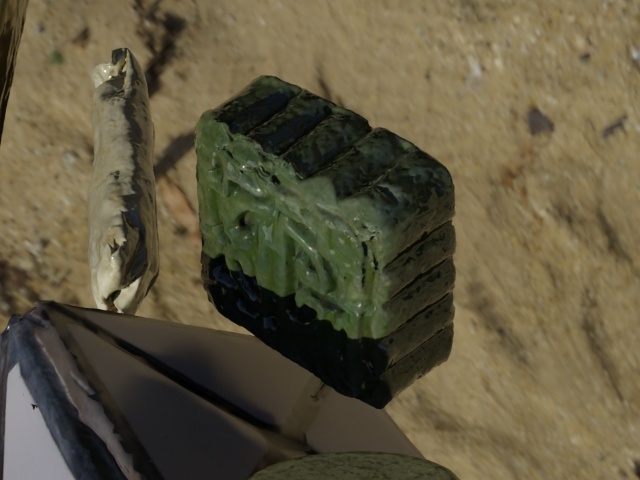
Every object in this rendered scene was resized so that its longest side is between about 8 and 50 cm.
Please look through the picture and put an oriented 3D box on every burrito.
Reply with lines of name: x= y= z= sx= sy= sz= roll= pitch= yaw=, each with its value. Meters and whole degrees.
burrito: x=-0.162 y=-0.053 z=1.331 sx=0.059 sy=0.082 sz=0.275 roll=4 pitch=44 yaw=-12

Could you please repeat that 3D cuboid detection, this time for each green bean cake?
green bean cake: x=0.000 y=0.000 z=1.078 sx=0.183 sy=0.185 sz=0.094 roll=32 pitch=50 yaw=32

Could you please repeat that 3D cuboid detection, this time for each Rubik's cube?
Rubik's cube: x=-0.092 y=0.257 z=1.102 sx=0.310 sy=0.305 sz=0.307 roll=46 pitch=115 yaw=45

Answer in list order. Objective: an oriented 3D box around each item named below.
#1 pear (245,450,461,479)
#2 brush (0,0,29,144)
pear: x=0.016 y=0.169 z=0.783 sx=0.141 sy=0.141 sz=0.104 roll=0 pitch=106 yaw=20
brush: x=-0.183 y=-0.116 z=0.679 sx=0.123 sy=0.059 sz=0.197 roll=14 pitch=93 yaw=2
